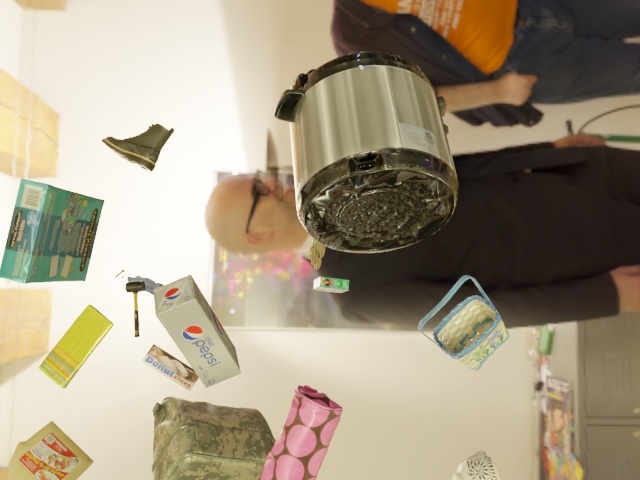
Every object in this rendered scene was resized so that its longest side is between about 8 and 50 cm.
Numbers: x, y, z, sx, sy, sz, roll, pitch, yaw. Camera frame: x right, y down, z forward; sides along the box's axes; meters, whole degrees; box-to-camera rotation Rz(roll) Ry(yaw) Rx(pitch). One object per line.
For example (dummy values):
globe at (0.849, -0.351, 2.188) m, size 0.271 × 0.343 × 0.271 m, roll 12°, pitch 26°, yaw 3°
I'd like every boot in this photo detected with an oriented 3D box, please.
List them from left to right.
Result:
boot at (-0.512, -0.286, 1.771) m, size 0.137 × 0.198 × 0.077 m, roll -60°, pitch -21°, yaw -8°

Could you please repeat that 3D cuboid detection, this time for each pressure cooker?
pressure cooker at (0.117, -0.225, 1.461) m, size 0.370 × 0.375 × 0.420 m, roll 46°, pitch -148°, yaw -54°

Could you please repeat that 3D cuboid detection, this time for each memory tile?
memory tile at (0.000, 0.000, 1.762) m, size 0.113 × 0.012 × 0.148 m, roll 62°, pitch -135°, yaw -64°

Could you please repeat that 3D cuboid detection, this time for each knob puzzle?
knob puzzle at (-0.741, 0.610, 1.676) m, size 0.030 × 0.213 × 0.213 m, roll 117°, pitch 160°, yaw -46°

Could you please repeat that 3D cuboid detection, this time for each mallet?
mallet at (-0.607, 0.226, 2.094) m, size 0.039 × 0.062 × 0.189 m, roll 61°, pitch -164°, yaw -78°

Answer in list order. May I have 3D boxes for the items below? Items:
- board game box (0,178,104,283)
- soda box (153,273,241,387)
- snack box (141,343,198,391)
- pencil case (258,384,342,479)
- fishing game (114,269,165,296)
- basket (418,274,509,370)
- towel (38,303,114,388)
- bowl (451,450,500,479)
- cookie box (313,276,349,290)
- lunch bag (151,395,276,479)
board game box at (-0.721, -0.016, 1.707) m, size 0.336 × 0.079 × 0.253 m, roll 38°, pitch -116°, yaw -85°
soda box at (-0.284, 0.217, 1.468) m, size 0.091 × 0.098 × 0.286 m, roll -115°, pitch 2°, yaw -50°
snack box at (-0.463, 0.396, 1.950) m, size 0.064 × 0.178 × 0.022 m, roll -57°, pitch 12°, yaw -15°
pencil case at (-0.041, 0.337, 1.013) m, size 0.209 × 0.095 × 0.098 m, roll -65°, pitch 18°, yaw 7°
fishing game at (-0.670, 0.186, 2.448) m, size 0.189 × 0.264 × 0.041 m, roll -118°, pitch 52°, yaw -79°
basket at (0.499, 0.285, 2.151) m, size 0.255 × 0.289 × 0.201 m, roll -47°, pitch 24°, yaw 1°
towel at (-0.707, 0.307, 1.819) m, size 0.237 × 0.102 × 0.021 m, roll -52°, pitch -7°, yaw -2°
bowl at (0.374, 0.611, 1.545) m, size 0.170 × 0.080 × 0.170 m, roll 178°, pitch 90°, yaw -79°
cookie box at (0.039, 0.159, 2.237) m, size 0.092 × 0.107 × 0.040 m, roll 144°, pitch 132°, yaw -71°
lunch bag at (-0.273, 0.529, 1.613) m, size 0.212 × 0.305 × 0.256 m, roll -57°, pitch 33°, yaw 23°
